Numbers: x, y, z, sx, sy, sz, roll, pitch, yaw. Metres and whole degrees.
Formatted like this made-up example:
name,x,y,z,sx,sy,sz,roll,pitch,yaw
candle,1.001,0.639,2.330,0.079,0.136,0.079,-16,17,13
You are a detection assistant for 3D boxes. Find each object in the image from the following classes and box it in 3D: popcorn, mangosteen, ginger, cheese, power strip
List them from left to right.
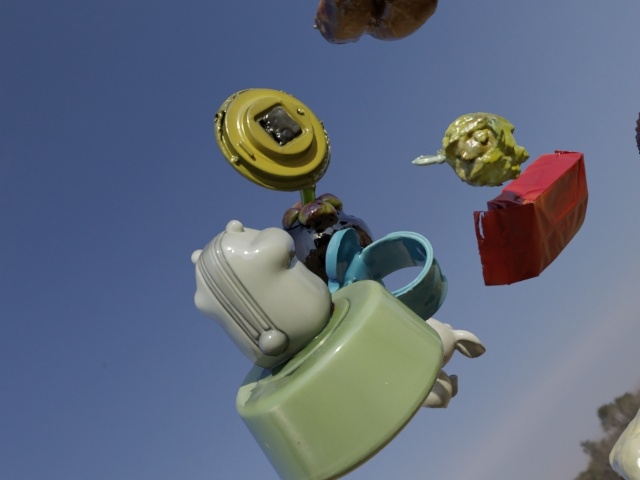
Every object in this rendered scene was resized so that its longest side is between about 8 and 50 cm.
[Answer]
name,x,y,z,sx,sy,sz,roll,pitch,yaw
mangosteen,0.000,0.000,1.532,0.275,0.275,0.302,-22,-81,-41
ginger,0.154,-0.626,1.570,0.357,0.152,0.274,-5,-26,2
power strip,0.262,-0.199,1.496,0.055,0.083,0.035,-32,-64,-50
popcorn,0.334,-0.182,1.259,0.173,0.173,0.142,-5,-55,-50
cheese,0.679,0.393,1.183,0.248,0.173,0.251,-60,-30,6

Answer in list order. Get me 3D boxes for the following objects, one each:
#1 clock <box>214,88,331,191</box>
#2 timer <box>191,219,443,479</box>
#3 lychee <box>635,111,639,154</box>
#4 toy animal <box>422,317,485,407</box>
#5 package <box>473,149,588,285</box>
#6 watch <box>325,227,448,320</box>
name,x,y,z,sx,sy,sz,roll,pitch,yaw
clock,-0.080,-0.201,1.161,0.237,0.237,0.057,-29,-11,-35
timer,-0.041,0.113,0.836,0.291,0.315,0.291,-40,8,6
lychee,0.943,-0.297,1.612,0.236,0.236,0.271,6,-109,-54
toy animal,0.254,0.276,1.383,0.178,0.127,0.193,19,-95,-22
package,0.509,-0.062,1.456,0.423,0.123,0.196,-32,-63,-40
watch,0.119,0.081,1.105,0.211,0.193,0.211,9,-100,-56
